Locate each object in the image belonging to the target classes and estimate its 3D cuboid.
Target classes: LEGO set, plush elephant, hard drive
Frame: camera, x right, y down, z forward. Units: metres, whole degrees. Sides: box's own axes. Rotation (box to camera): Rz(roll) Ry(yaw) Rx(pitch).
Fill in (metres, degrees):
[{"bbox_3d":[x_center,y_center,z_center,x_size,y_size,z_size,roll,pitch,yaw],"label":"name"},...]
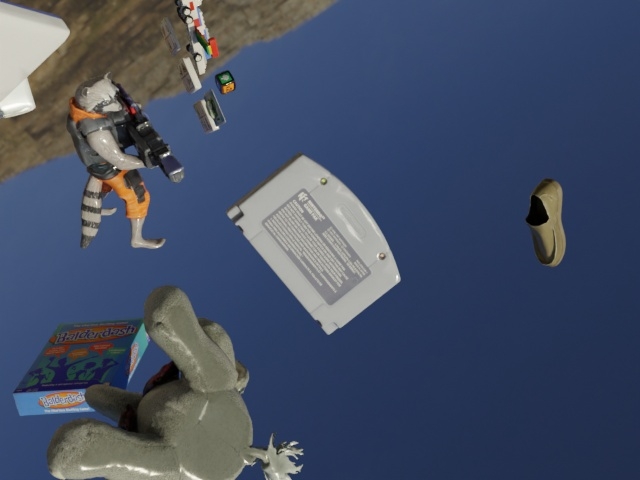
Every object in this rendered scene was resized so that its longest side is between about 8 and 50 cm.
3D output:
[{"bbox_3d":[-0.162,-0.253,1.255,0.060,0.182,0.244,-25,-172,-14],"label":"LEGO set"},{"bbox_3d":[-0.211,0.249,1.209,0.255,0.330,0.272,-14,-133,53],"label":"plush elephant"},{"bbox_3d":[-0.489,-0.236,1.131,0.210,0.040,0.318,-37,174,16],"label":"hard drive"}]

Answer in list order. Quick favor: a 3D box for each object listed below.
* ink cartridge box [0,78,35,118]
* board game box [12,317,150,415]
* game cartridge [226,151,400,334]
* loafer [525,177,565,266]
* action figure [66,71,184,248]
[{"bbox_3d":[-0.618,-0.419,1.533,0.091,0.385,0.308,-18,-158,-25],"label":"ink cartridge box"},{"bbox_3d":[-0.384,0.203,1.441,0.160,0.047,0.210,-5,-156,7],"label":"board game box"},{"bbox_3d":[0.000,0.000,1.545,0.196,0.294,0.060,-37,-164,6],"label":"game cartridge"},{"bbox_3d":[0.350,-0.024,1.387,0.050,0.148,0.056,-20,-158,-28],"label":"loafer"},{"bbox_3d":[-0.369,-0.135,1.581,0.178,0.330,0.341,-19,-145,-22],"label":"action figure"}]
